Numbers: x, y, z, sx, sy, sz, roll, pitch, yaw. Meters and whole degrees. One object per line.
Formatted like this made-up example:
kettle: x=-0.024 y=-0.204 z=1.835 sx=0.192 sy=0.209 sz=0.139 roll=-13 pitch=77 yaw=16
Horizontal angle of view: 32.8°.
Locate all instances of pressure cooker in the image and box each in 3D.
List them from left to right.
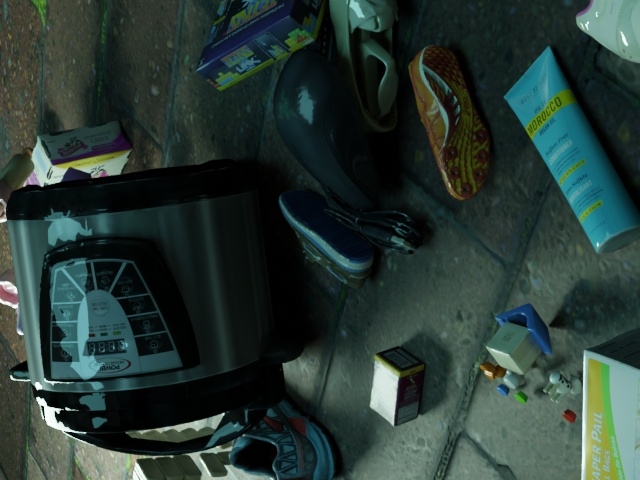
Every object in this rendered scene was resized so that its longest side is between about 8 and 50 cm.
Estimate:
pressure cooker: x=-0.242 y=0.106 z=1.573 sx=0.370 sy=0.375 sz=0.421 roll=5 pitch=103 yaw=56

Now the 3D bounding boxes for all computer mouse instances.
computer mouse: x=0.012 y=-0.098 z=1.300 sx=0.188 sy=0.072 sz=0.272 roll=28 pitch=148 yaw=52

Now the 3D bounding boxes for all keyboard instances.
keyboard: x=0.010 y=-0.291 z=1.361 sx=0.108 sy=0.023 sz=0.180 roll=35 pitch=131 yaw=44

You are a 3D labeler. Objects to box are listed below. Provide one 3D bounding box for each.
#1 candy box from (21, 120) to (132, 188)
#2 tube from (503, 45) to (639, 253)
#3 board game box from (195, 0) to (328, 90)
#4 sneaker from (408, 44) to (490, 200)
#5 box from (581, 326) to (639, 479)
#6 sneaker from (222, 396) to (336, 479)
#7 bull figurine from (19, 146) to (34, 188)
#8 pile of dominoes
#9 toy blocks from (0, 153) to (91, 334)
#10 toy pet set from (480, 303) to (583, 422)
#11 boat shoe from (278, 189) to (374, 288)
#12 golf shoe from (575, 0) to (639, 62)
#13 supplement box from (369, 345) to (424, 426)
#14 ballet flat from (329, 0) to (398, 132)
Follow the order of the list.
candy box: x=-0.453 y=-0.111 z=1.984 sx=0.071 sy=0.159 sz=0.233 roll=60 pitch=144 yaw=20
tube: x=0.250 y=-0.086 z=1.073 sx=0.080 sy=0.052 sz=0.207 roll=-47 pitch=57 yaw=42
board game box: x=-0.064 y=-0.271 z=1.304 sx=0.170 sy=0.048 sz=0.141 roll=-21 pitch=42 yaw=41
sneaker: x=0.144 y=-0.130 z=1.209 sx=0.067 sy=0.064 sz=0.175 roll=147 pitch=111 yaw=-76
box: x=0.319 y=0.194 z=1.014 sx=0.103 sy=0.114 sz=0.203 roll=21 pitch=120 yaw=51
sneaker: x=-0.094 y=0.291 z=1.645 sx=0.262 sy=0.125 sz=0.104 roll=25 pitch=122 yaw=49
bull figurine: x=-0.548 y=-0.034 z=2.205 sx=0.188 sy=0.101 sz=0.310 roll=-30 pitch=78 yaw=58
pile of dominoes: x=-0.163 y=0.350 z=1.656 sx=0.196 sy=0.251 sz=0.040 roll=38 pitch=120 yaw=53
toy blocks: x=-0.434 y=0.055 z=1.823 sx=0.308 sy=0.260 sz=0.289 roll=14 pitch=135 yaw=9
toy pet set: x=0.230 y=0.127 z=1.189 sx=0.114 sy=0.065 sz=0.122 roll=51 pitch=161 yaw=-30
boat shoe: x=0.000 y=0.000 z=1.449 sx=0.183 sy=0.066 sz=0.066 roll=47 pitch=143 yaw=40
golf shoe: x=0.274 y=-0.293 z=0.898 sx=0.140 sy=0.115 sz=0.306 roll=30 pitch=125 yaw=51
supplement box: x=0.098 y=0.187 z=1.398 sx=0.055 sy=0.043 sz=0.083 roll=33 pitch=128 yaw=45
ballet flat: x=0.059 y=-0.236 z=1.260 sx=0.086 sy=0.086 sz=0.248 roll=33 pitch=137 yaw=45
